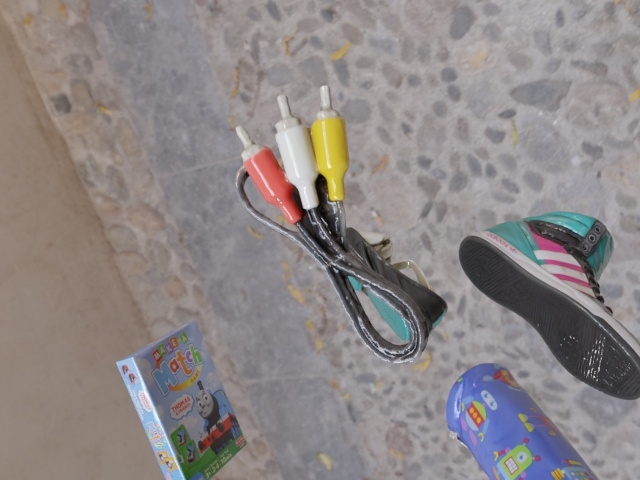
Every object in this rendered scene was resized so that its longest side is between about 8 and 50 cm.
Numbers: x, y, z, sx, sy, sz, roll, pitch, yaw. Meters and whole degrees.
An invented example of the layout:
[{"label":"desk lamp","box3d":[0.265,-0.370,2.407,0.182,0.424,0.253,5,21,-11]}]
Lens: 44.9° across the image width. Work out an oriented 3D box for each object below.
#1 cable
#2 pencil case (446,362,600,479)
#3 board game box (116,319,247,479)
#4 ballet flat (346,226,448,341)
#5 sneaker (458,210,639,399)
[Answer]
[{"label":"cable","box3d":[0.000,0.000,0.764,0.139,0.072,0.287,-23,84,14]},{"label":"pencil case","box3d":[0.278,0.301,1.070,0.133,0.306,0.119,-44,122,6]},{"label":"board game box","box3d":[-0.198,0.242,1.134,0.039,0.160,0.212,-21,94,27]},{"label":"ballet flat","box3d":[0.089,0.049,1.187,0.280,0.096,0.095,46,153,37]},{"label":"sneaker","box3d":[0.345,0.064,1.018,0.295,0.178,0.124,45,146,30]}]
